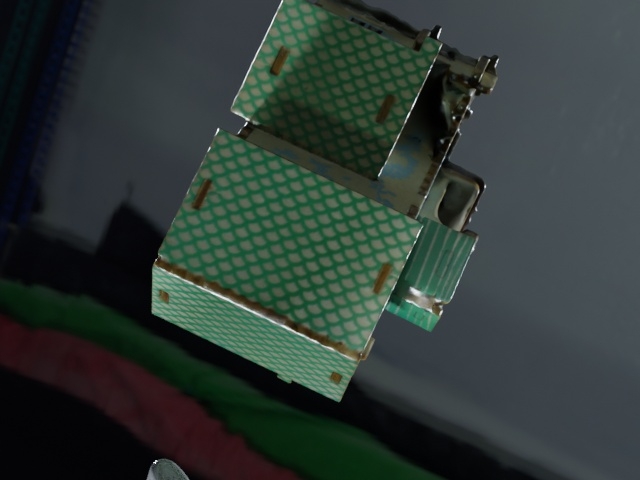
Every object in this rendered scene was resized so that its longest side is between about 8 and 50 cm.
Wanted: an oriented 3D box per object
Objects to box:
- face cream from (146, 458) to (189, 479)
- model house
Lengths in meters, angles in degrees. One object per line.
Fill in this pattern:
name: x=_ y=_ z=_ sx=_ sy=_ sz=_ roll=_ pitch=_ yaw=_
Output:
face cream: x=-0.099 y=0.170 z=0.873 sx=0.021 sy=0.083 sz=0.040 roll=-30 pitch=-108 yaw=-26
model house: x=0.000 y=0.000 z=0.843 sx=0.178 sy=0.271 sz=0.206 roll=29 pitch=-152 yaw=4
